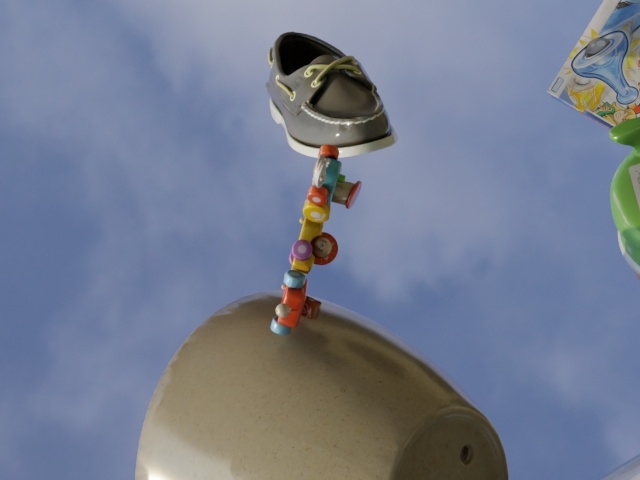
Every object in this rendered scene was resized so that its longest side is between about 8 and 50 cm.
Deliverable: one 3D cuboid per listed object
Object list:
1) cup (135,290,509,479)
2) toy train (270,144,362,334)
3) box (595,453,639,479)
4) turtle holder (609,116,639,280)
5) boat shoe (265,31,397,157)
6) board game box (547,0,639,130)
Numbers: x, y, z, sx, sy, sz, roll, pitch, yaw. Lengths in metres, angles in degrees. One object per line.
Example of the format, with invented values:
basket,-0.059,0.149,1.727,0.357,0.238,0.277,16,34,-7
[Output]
cup,0.030,0.218,1.604,0.331,0.237,0.331,-4,-85,-44
toy train,0.000,0.000,1.561,0.046,0.166,0.125,16,-164,-2
box,0.252,0.289,1.530,0.127,0.262,0.231,55,-157,2
turtle holder,0.463,-0.035,1.796,0.320,0.227,0.243,-34,-143,-13
boat shoe,0.004,-0.162,1.934,0.109,0.091,0.305,-11,-161,-13
board game box,0.389,-0.232,2.142,0.136,0.201,0.035,32,-176,21
